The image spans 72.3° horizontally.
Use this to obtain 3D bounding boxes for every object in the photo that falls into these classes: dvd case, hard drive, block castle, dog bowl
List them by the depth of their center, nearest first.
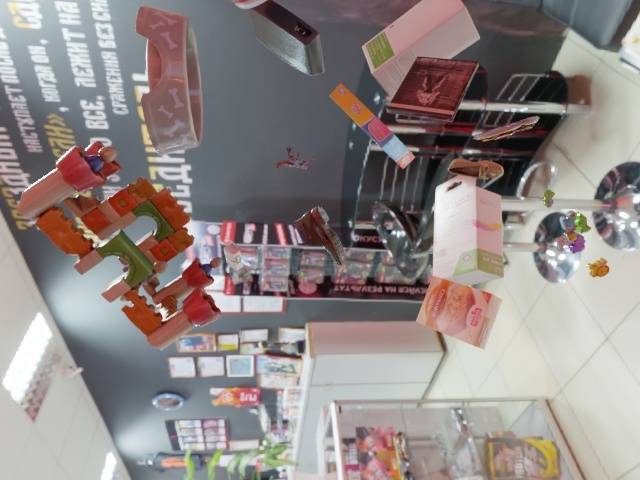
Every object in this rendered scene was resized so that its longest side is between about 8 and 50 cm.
[{"bbox_3d":[-0.410,-0.007,1.006,0.453,0.213,0.303,56,175,-22],"label":"block castle"},{"bbox_3d":[-0.361,-0.387,1.088,0.349,0.102,0.348,177,90,-82],"label":"dog bowl"},{"bbox_3d":[0.285,-0.387,1.106,0.221,0.165,0.018,-60,-28,-27],"label":"dvd case"},{"bbox_3d":[-0.103,-0.582,1.248,0.054,0.255,0.172,-48,-16,-9],"label":"hard drive"}]

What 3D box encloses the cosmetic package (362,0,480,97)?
[{"bbox_3d":[0.357,-0.720,1.595,0.366,0.155,0.196,-32,49,25],"label":"cosmetic package"}]

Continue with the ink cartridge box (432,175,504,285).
[{"bbox_3d":[0.485,-0.039,1.453,0.207,0.119,0.353,-28,51,59],"label":"ink cartridge box"}]

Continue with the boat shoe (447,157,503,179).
[{"bbox_3d":[0.458,-0.207,1.297,0.048,0.153,0.056,-51,-32,-39],"label":"boat shoe"}]

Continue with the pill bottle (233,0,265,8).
[{"bbox_3d":[-0.209,-0.738,0.972,0.363,0.210,0.210,48,-156,-40],"label":"pill bottle"}]

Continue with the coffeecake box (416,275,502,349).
[{"bbox_3d":[0.374,0.192,1.193,0.186,0.068,0.142,17,83,49],"label":"coffeecake box"}]

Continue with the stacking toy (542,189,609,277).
[{"bbox_3d":[0.680,-0.024,1.172,0.221,0.052,0.167,56,-170,-27],"label":"stacking toy"}]

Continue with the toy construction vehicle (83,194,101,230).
[{"bbox_3d":[-0.642,-0.080,1.260,0.085,0.098,0.035,55,165,-15],"label":"toy construction vehicle"}]

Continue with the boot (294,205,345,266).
[{"bbox_3d":[0.000,0.000,1.476,0.219,0.106,0.082,64,-157,-5],"label":"boot"}]

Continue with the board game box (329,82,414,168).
[{"bbox_3d":[0.196,-0.425,1.641,0.316,0.064,0.242,52,-164,26],"label":"board game box"}]

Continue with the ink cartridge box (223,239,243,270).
[{"bbox_3d":[-0.261,0.044,1.307,0.048,0.028,0.083,31,141,33],"label":"ink cartridge box"}]

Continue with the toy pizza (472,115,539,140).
[{"bbox_3d":[0.590,-0.349,1.396,0.201,0.201,0.032,-142,33,-81],"label":"toy pizza"}]

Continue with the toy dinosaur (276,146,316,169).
[{"bbox_3d":[-0.058,-0.183,1.018,0.047,0.090,0.082,57,179,28],"label":"toy dinosaur"}]
